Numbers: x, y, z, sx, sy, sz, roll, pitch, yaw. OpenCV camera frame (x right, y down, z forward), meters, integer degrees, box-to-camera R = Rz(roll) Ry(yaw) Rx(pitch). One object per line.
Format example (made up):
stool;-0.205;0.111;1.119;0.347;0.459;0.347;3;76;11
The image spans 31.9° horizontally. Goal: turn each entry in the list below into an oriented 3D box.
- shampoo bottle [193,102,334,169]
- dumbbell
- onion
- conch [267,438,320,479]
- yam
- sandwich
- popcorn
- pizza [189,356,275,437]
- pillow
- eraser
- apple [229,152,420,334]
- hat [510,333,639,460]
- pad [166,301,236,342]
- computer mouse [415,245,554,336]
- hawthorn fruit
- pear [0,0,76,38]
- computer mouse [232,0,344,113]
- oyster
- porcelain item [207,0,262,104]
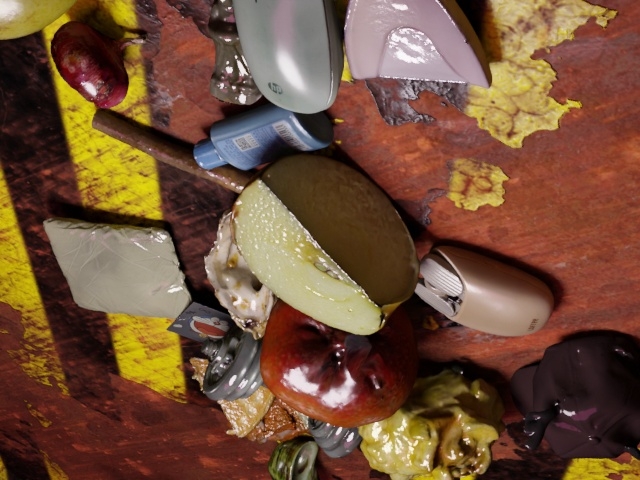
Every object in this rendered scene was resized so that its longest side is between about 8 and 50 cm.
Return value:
shampoo bottle;-0.104;-0.165;1.792;0.258;0.061;0.104;-12;136;41
dumbbell;-0.060;0.299;2.244;0.406;0.179;0.179;30;146;-17
onion;-0.334;-0.290;1.745;0.140;0.150;0.150;-31;123;13
conch;-0.068;0.558;2.627;0.124;0.182;0.187;0;164;23
yam;-0.242;-0.146;1.921;0.326;0.045;0.045;23;101;4
sandwich;-0.093;0.377;2.419;0.184;0.160;0.109;38;163;-5
popcorn;0.214;0.355;2.126;0.286;0.252;0.215;-18;93;-1
pizza;-0.188;0.297;2.342;0.199;0.188;0.062;33;171;-6
pillow;-0.397;0.056;2.258;0.274;0.076;0.281;4;139;15
eraser;0.117;-0.300;1.478;0.204;0.059;0.243;9;146;23
apple;0.000;0.000;1.813;0.346;0.254;0.179;45;-175;-21
hat;0.447;0.324;1.966;0.238;0.209;0.336;29;147;-10
pad;-0.181;0.197;2.320;0.245;0.006;0.170;23;147;-19
computer mouse;0.272;0.091;1.878;0.236;0.082;0.145;21;146;5
hawthorn fruit;0.027;0.199;2.025;0.295;0.295;0.311;39;166;-19
pear;-0.433;-0.407;1.512;0.283;0.284;0.284;17;145;12
computer mouse;-0.057;-0.296;1.528;0.159;0.097;0.288;19;143;33
oyster;-0.119;0.043;2.039;0.166;0.110;0.341;3;137;20
porcelain item;-0.126;-0.300;1.636;0.081;0.069;0.216;19;140;18
